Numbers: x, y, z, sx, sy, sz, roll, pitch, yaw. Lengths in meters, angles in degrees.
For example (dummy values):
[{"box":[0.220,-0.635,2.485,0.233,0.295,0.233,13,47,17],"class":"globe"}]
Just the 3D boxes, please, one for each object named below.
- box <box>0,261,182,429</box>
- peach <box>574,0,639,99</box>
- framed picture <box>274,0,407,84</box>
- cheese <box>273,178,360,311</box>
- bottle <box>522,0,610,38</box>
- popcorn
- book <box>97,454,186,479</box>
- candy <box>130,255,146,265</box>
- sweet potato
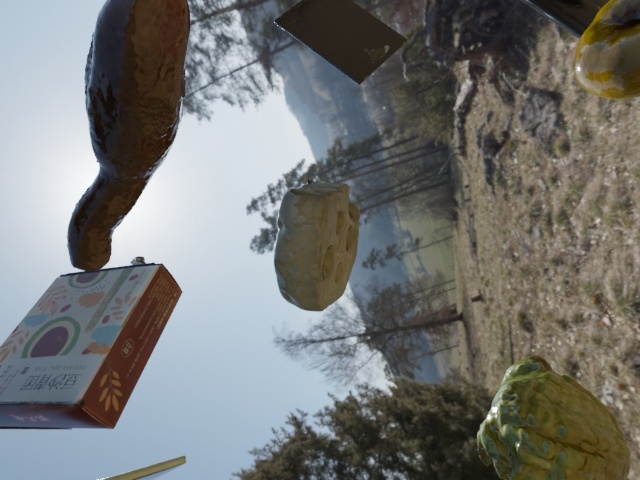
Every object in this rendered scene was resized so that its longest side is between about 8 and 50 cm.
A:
[{"box":[-0.579,0.242,0.990,0.385,0.345,0.122,-79,-25,-47],"class":"box"},{"box":[0.460,-0.287,0.576,0.103,0.179,0.179,29,-153,-26],"class":"peach"},{"box":[0.064,-0.621,1.208,0.324,0.244,0.013,40,159,8],"class":"framed picture"},{"box":[0.000,0.000,0.943,0.326,0.115,0.317,75,-150,-52],"class":"cheese"},{"box":[0.426,-0.408,0.694,0.072,0.245,0.081,-32,47,58],"class":"bottle"},{"box":[0.410,0.339,0.709,0.225,0.173,0.286,35,-152,25],"class":"popcorn"},{"box":[-0.567,0.625,1.013,0.380,0.264,0.031,8,-129,-45],"class":"book"},{"box":[-0.600,0.091,1.346,0.053,0.046,0.182,21,-175,-30],"class":"candy"},{"box":[-0.228,-0.119,0.478,0.109,0.385,0.109,22,-145,-17],"class":"sweet potato"}]
